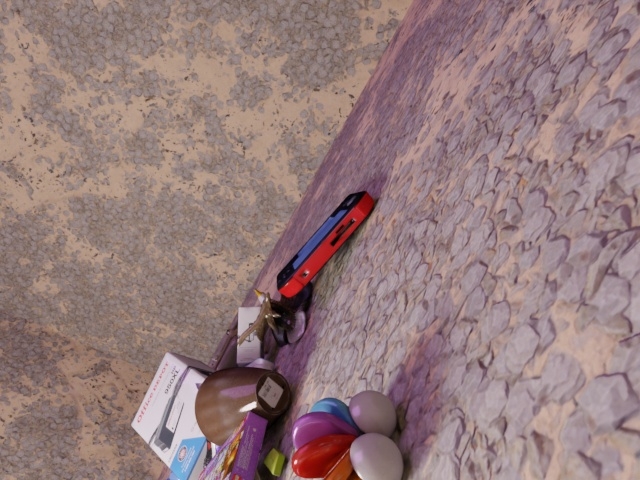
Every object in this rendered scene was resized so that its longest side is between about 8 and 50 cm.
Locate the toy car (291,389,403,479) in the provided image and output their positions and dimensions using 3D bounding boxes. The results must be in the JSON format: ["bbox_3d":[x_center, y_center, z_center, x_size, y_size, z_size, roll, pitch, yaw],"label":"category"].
[{"bbox_3d":[0.023,0.295,0.684,0.159,0.136,0.182,-59,11,24],"label":"toy car"}]

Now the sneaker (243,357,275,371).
[{"bbox_3d":[-0.226,0.472,1.647,0.229,0.087,0.092,126,164,-52],"label":"sneaker"}]

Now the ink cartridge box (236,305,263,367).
[{"bbox_3d":[-0.249,0.357,1.767,0.148,0.085,0.203,91,176,-62],"label":"ink cartridge box"}]

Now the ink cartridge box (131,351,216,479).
[{"bbox_3d":[-0.424,0.580,1.630,0.394,0.166,0.286,14,75,46],"label":"ink cartridge box"}]

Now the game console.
[{"bbox_3d":[0.000,0.000,1.529,0.386,0.060,0.342,-48,11,-1],"label":"game console"}]

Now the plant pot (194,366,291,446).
[{"bbox_3d":[-0.188,0.427,1.309,0.230,0.215,0.215,-33,29,44],"label":"plant pot"}]

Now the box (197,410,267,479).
[{"bbox_3d":[-0.236,0.580,1.176,0.293,0.057,0.201,-55,10,25],"label":"box"}]

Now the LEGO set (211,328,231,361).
[{"bbox_3d":[-0.392,0.480,2.219,0.183,0.060,0.244,-67,-23,-19],"label":"LEGO set"}]

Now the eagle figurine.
[{"bbox_3d":[-0.133,0.235,1.630,0.226,0.225,0.298,-19,-12,15],"label":"eagle figurine"}]

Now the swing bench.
[{"bbox_3d":[-0.325,0.445,1.996,0.253,0.165,0.255,-61,10,17],"label":"swing bench"}]

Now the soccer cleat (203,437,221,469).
[{"bbox_3d":[-0.273,0.601,1.410,0.108,0.116,0.319,-8,86,61],"label":"soccer cleat"}]

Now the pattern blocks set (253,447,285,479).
[{"bbox_3d":[-0.160,0.592,1.059,0.286,0.026,0.325,-63,16,-22],"label":"pattern blocks set"}]

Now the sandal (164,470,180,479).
[{"bbox_3d":[-0.500,0.894,1.823,0.317,0.138,0.126,-57,10,23],"label":"sandal"}]
